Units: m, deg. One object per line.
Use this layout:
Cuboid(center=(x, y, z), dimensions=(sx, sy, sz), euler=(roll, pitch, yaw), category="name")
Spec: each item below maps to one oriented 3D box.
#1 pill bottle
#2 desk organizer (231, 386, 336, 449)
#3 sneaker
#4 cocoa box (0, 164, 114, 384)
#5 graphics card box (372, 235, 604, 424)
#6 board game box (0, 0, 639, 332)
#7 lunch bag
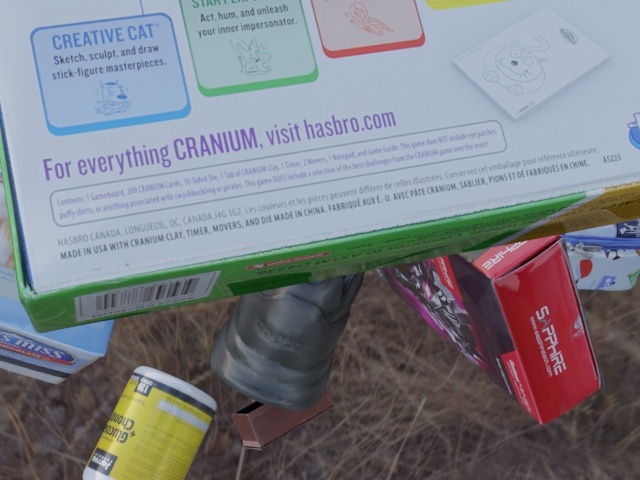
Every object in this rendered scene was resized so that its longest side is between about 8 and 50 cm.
Cuboid(center=(-0.195, 0.238, 1.168), dimensions=(0.103, 0.103, 0.184), euler=(24, 75, 4), category="pill bottle")
Cuboid(center=(-0.049, 0.226, 1.423), dimensions=(0.130, 0.047, 0.050), euler=(-25, 97, -33), category="desk organizer")
Cuboid(center=(0.000, 0.000, 0.812), dimensions=(0.109, 0.130, 0.286), euler=(20, 31, -8), category="sneaker")
Cuboid(center=(-0.460, 0.028, 1.478), dimensions=(0.347, 0.228, 0.231), euler=(22, 64, -23), category="cocoa box")
Cuboid(center=(0.151, 0.019, 1.221), dimensions=(0.094, 0.233, 0.371), euler=(-34, 39, -10), category="graphics card box")
Cuboid(center=(-0.010, -0.146, 0.384), dimensions=(0.242, 0.064, 0.316), euler=(-10, 78, -14), category="board game box")
Cuboid(center=(0.305, -0.051, 1.467), dimensions=(0.243, 0.115, 0.303), euler=(4, 36, -22), category="lunch bag")
